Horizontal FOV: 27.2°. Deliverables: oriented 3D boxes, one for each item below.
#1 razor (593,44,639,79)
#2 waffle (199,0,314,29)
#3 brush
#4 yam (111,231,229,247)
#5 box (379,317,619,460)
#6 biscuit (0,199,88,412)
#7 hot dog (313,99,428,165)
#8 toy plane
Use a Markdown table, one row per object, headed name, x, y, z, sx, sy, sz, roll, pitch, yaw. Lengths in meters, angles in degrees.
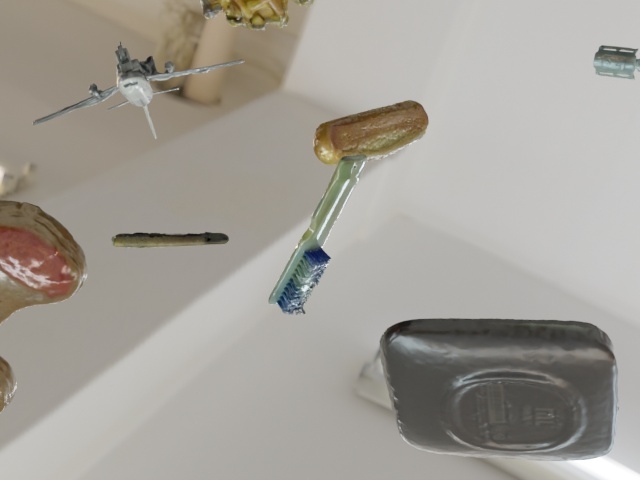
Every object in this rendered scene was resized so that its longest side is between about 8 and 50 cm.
| name | x | y | z | sx | sy | sz | roll | pitch | yaw |
| --- | --- | --- | --- | --- | --- | --- | --- | --- | --- |
| razor | 0.425 | -0.228 | 1.716 | 0.135 | 0.040 | 0.068 | -2 | -167 | -37 |
| waffle | -0.113 | -0.424 | 1.852 | 0.280 | 0.262 | 0.060 | 6 | -157 | -12 |
| brush | 0.000 | -0.001 | 1.134 | 0.033 | 0.178 | 0.030 | -6 | -131 | -36 |
| yam | -0.137 | -0.001 | 1.206 | 0.107 | 0.014 | 0.014 | -1 | -153 | -9 |
| box | 0.156 | 0.134 | 1.135 | 0.201 | 0.212 | 0.042 | -1 | -129 | 8 |
| biscuit | -0.488 | 0.062 | 1.616 | 0.368 | 0.394 | 0.076 | 37 | -146 | -17 |
| hot dog | 0.060 | -0.131 | 1.649 | 0.047 | 0.066 | 0.215 | -1 | -166 | 39 |
| toy plane | -0.183 | -0.151 | 1.313 | 0.226 | 0.058 | 0.226 | -17 | 173 | -3 |
